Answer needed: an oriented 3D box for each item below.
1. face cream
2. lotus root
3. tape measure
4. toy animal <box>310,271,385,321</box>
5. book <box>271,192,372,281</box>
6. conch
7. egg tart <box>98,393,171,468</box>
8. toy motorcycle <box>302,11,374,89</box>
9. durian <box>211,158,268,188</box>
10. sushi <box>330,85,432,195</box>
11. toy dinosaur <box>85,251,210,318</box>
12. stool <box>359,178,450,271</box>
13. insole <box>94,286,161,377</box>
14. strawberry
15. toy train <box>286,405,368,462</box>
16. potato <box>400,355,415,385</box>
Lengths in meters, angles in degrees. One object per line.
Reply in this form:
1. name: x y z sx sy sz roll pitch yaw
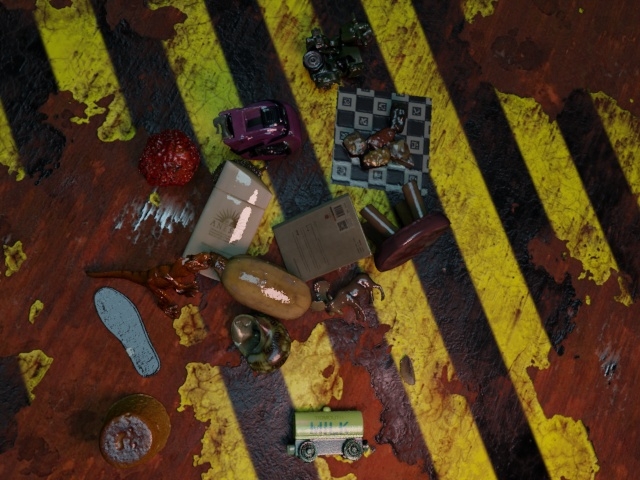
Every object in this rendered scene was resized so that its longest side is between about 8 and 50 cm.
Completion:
1. face cream: -0.278 -0.053 1.511 0.174 0.081 0.348 25 96 -14
2. lotus root: -0.184 0.131 1.470 0.343 0.169 0.151 24 88 -19
3. tape measure: -0.182 -0.330 1.536 0.245 0.231 0.149 -13 79 7
4. toy animal: 0.076 0.180 1.580 0.186 0.094 0.214 45 79 -10
5. book: 0.000 0.000 1.548 0.283 0.025 0.214 -21 85 20
6. conch: -0.177 0.315 1.508 0.187 0.124 0.181 12 92 22
7. egg tart: -0.540 0.548 1.407 0.203 0.147 0.202 1 82 -6
8. toy motorcycle: 0.067 -0.624 1.662 0.275 0.127 0.205 -15 82 -6
9. durian: -0.254 -0.203 1.576 0.189 0.091 0.148 -22 86 -12
10. sushi: 0.218 -0.350 1.677 0.343 0.064 0.359 6 81 -7
11. toy dinosaur: -0.484 0.136 1.478 0.432 0.208 0.097 -14 41 19
12. stool: 0.250 -0.041 1.552 0.272 0.272 0.178 -30 73 -11
13. insole: -0.585 0.276 1.506 0.110 0.012 0.309 -29 87 -12
14. strawberry: -0.454 -0.249 1.507 0.187 0.201 0.184 -15 103 -28
15. toy train: 0.021 0.589 1.511 0.254 0.105 0.157 1 69 -9
16. potato: 0.283 0.423 1.601 0.037 0.036 0.093 -20 63 25
